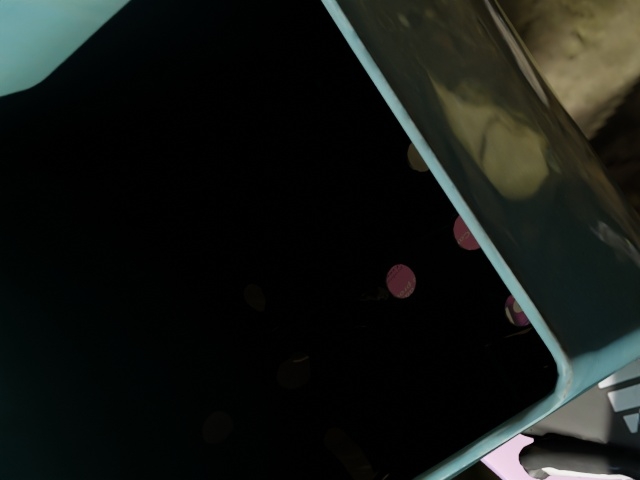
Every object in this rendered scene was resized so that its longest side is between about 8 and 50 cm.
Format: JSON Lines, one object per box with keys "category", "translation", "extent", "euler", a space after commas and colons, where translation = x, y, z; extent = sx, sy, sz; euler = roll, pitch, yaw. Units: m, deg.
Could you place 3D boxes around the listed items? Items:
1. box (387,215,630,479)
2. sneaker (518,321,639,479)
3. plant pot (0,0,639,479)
{"category": "box", "translation": [0.150, 0.094, 1.047], "extent": [0.117, 0.243, 0.213], "euler": [-46, 116, 2]}
{"category": "sneaker", "translation": [0.206, 0.095, 0.584], "extent": [0.257, 0.447, 0.169], "euler": [2, 101, -6]}
{"category": "plant pot", "translation": [0.000, 0.000, 0.471], "extent": [0.165, 0.166, 0.234], "euler": [-37, 167, 23]}
